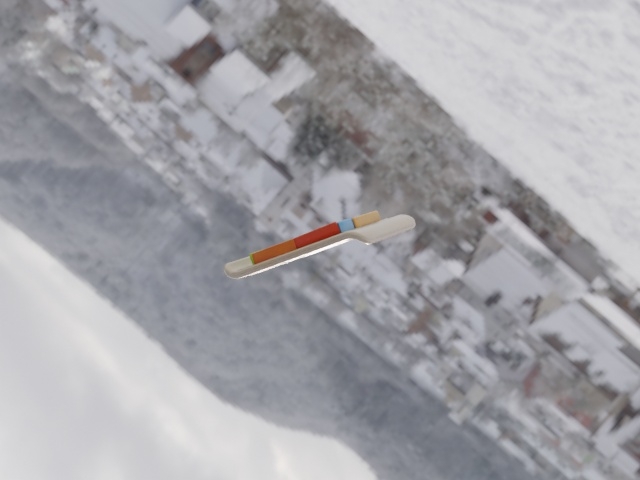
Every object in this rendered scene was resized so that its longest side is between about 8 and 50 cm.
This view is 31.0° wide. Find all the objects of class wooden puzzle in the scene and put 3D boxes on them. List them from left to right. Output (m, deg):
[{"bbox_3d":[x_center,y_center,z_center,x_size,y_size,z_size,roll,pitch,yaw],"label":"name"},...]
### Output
[{"bbox_3d":[0.000,0.000,1.745,0.221,0.239,0.044,-17,-88,-65],"label":"wooden puzzle"}]
